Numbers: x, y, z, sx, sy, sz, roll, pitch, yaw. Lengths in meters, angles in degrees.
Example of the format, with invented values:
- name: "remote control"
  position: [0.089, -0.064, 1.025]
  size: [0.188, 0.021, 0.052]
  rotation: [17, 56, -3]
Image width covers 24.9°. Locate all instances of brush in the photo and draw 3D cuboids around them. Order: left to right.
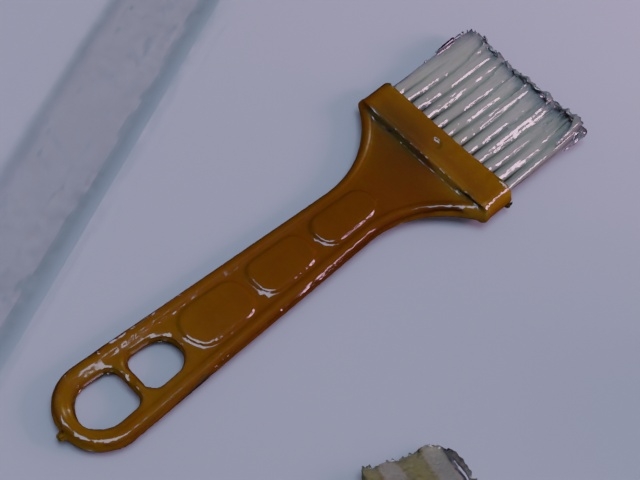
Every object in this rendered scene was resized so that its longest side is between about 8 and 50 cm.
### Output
- name: "brush"
  position: [0.000, 0.000, 0.681]
  size: [0.090, 0.017, 0.314]
  rotation: [43, 60, 17]

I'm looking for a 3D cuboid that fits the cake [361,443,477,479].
- name: "cake"
  position: [0.050, 0.140, 0.599]
  size: [0.052, 0.065, 0.121]
  rotation: [-7, 39, -17]
